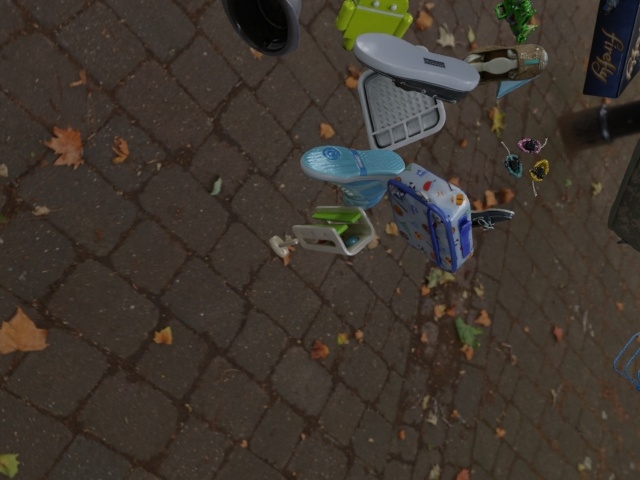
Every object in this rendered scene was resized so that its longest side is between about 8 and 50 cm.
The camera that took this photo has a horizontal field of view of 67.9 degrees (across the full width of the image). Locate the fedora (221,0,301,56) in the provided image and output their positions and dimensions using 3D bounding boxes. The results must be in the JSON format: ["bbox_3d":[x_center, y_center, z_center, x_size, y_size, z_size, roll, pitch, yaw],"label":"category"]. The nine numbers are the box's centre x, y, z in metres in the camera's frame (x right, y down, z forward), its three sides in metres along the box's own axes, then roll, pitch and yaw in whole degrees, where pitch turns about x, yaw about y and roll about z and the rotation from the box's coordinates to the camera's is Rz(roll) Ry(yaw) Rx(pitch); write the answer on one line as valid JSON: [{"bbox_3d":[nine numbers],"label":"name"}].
[{"bbox_3d":[-0.135,-0.620,1.241,0.124,0.244,0.275,-58,163,-20],"label":"fedora"}]

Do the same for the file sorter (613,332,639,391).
[{"bbox_3d":[0.771,0.292,1.062,0.104,0.170,0.118,38,90,-5],"label":"file sorter"}]

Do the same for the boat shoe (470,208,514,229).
[{"bbox_3d":[0.692,-0.087,2.009,0.095,0.255,0.079,23,74,-40],"label":"boat shoe"}]

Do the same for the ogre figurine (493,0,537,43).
[{"bbox_3d":[0.607,-0.705,1.475,0.197,0.097,0.118,-4,61,-54],"label":"ogre figurine"}]

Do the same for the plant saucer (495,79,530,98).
[{"bbox_3d":[0.647,-0.530,1.545,0.192,0.018,0.067,-29,149,-13],"label":"plant saucer"}]

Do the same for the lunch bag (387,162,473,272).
[{"bbox_3d":[0.302,-0.056,1.283,0.115,0.243,0.303,-39,140,-9],"label":"lunch bag"}]

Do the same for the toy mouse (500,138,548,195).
[{"bbox_3d":[0.524,-0.214,1.238,0.143,0.031,0.161,29,80,0],"label":"toy mouse"}]

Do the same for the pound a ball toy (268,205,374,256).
[{"bbox_3d":[0.000,0.000,1.527,0.208,0.319,0.135,-40,111,-23],"label":"pound a ball toy"}]

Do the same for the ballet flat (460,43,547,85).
[{"bbox_3d":[0.304,-0.317,0.859,0.067,0.206,0.073,-15,106,-24],"label":"ballet flat"}]

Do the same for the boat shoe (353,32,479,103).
[{"bbox_3d":[0.099,-0.178,0.508,0.142,0.040,0.049,12,58,-12],"label":"boat shoe"}]

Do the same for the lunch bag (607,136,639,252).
[{"bbox_3d":[0.585,-0.070,0.691,0.169,0.235,0.287,7,119,-16],"label":"lunch bag"}]

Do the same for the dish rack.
[{"bbox_3d":[0.289,-0.486,1.684,0.072,0.286,0.332,9,67,-56],"label":"dish rack"}]

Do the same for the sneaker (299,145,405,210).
[{"bbox_3d":[0.075,-0.167,1.412,0.319,0.208,0.127,1,55,-20],"label":"sneaker"}]

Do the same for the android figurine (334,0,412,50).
[{"bbox_3d":[0.176,-0.719,1.535,0.248,0.273,0.056,2,66,-23],"label":"android figurine"}]

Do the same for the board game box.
[{"bbox_3d":[0.370,-0.311,0.538,0.165,0.042,0.243,-42,138,-29],"label":"board game box"}]
